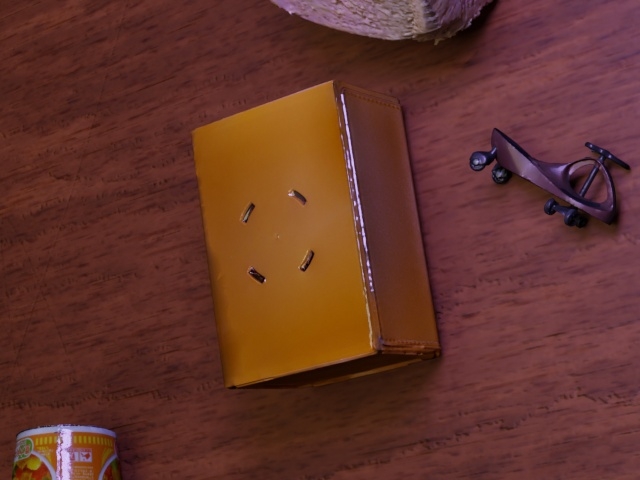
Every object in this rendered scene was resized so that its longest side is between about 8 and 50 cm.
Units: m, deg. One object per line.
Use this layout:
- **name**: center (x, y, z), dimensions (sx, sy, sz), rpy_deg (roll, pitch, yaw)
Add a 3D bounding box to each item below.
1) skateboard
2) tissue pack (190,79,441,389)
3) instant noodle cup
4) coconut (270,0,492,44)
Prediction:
- **skateboard**: center (0.225, -0.067, 1.636), dimensions (0.151, 0.067, 0.080), rpy_deg (33, 95, 28)
- **tissue pack**: center (0.000, 0.000, 1.738), dimensions (0.194, 0.145, 0.274), rpy_deg (-16, 77, 36)
- **instant noodle cup**: center (-0.283, 0.308, 1.921), dimensions (0.168, 0.168, 0.185), rpy_deg (-15, 69, 35)
- **coconut**: center (0.045, -0.307, 1.683), dimensions (0.245, 0.233, 0.233), rpy_deg (19, 97, 29)
